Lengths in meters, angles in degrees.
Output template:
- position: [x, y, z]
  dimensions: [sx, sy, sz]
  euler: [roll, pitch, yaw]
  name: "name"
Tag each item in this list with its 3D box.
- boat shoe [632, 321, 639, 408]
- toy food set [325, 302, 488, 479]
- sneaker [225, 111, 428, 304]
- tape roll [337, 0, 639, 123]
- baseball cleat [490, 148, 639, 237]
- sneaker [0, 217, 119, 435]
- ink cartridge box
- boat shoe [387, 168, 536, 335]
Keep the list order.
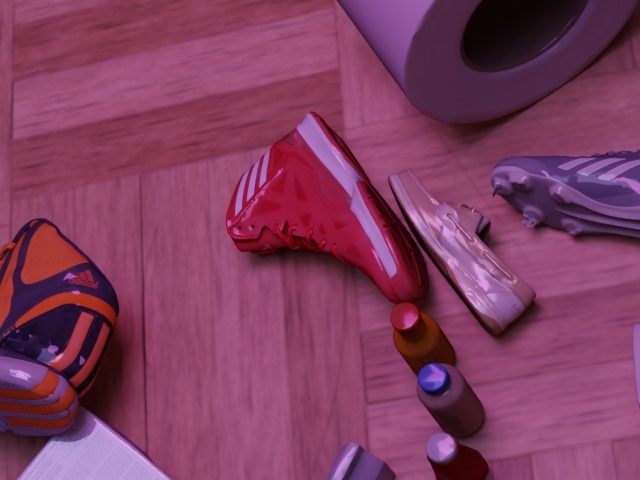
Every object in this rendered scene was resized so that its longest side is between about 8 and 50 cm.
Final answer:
- position: [0.297, 0.199, 1.320]
  dimensions: [0.096, 0.112, 0.335]
  euler: [-13, 59, 18]
  name: "boat shoe"
- position: [0.062, 0.173, 1.416]
  dimensions: [0.111, 0.104, 0.232]
  euler: [22, 74, 26]
  name: "toy food set"
- position: [0.000, 0.000, 1.546]
  dimensions: [0.128, 0.087, 0.221]
  euler: [-38, 47, 9]
  name: "sneaker"
- position: [0.134, -0.242, 1.508]
  dimensions: [0.246, 0.246, 0.169]
  euler: [-34, 59, 1]
  name: "tape roll"
- position: [0.250, -0.050, 1.488]
  dimensions: [0.206, 0.072, 0.109]
  euler: [17, 59, 20]
  name: "baseball cleat"
- position: [-0.310, 0.074, 1.600]
  dimensions: [0.321, 0.124, 0.180]
  euler: [5, 51, 29]
  name: "sneaker"
- position: [-0.181, 0.249, 1.514]
  dimensions: [0.179, 0.045, 0.145]
  euler: [38, 81, 11]
  name: "ink cartridge box"
- position: [0.120, 0.001, 1.506]
  dimensions: [0.059, 0.063, 0.170]
  euler: [-34, 69, -2]
  name: "boat shoe"
